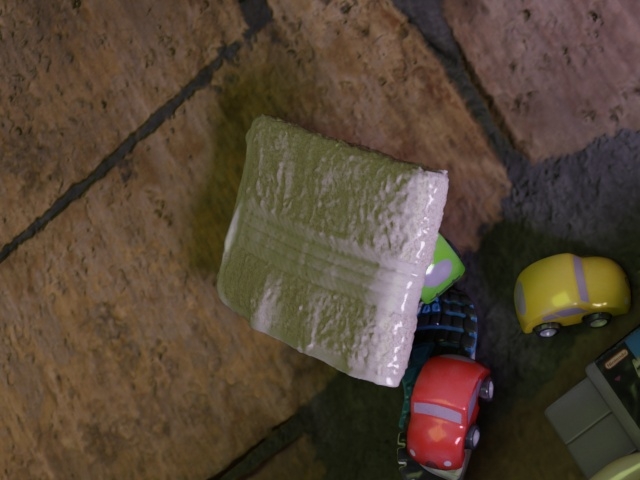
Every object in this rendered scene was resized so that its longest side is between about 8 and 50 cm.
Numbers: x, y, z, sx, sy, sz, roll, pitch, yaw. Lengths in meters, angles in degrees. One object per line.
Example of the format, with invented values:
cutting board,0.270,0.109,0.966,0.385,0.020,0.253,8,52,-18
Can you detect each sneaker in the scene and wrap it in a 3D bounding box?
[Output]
sneaker,0.104,0.136,1.395,0.071,0.083,0.191,0,66,19

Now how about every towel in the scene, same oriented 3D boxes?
towel,0.000,0.000,1.398,0.282,0.049,0.187,22,101,54

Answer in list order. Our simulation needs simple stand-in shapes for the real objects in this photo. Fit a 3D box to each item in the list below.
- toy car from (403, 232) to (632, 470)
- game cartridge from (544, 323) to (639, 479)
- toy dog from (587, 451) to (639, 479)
toy car,0.112,0.045,1.359,0.239,0.053,0.225,-41,61,-6
game cartridge,0.361,0.121,1.241,0.355,0.068,0.230,-43,72,27
toy dog,0.345,0.311,1.093,0.408,0.284,0.395,-29,42,37
